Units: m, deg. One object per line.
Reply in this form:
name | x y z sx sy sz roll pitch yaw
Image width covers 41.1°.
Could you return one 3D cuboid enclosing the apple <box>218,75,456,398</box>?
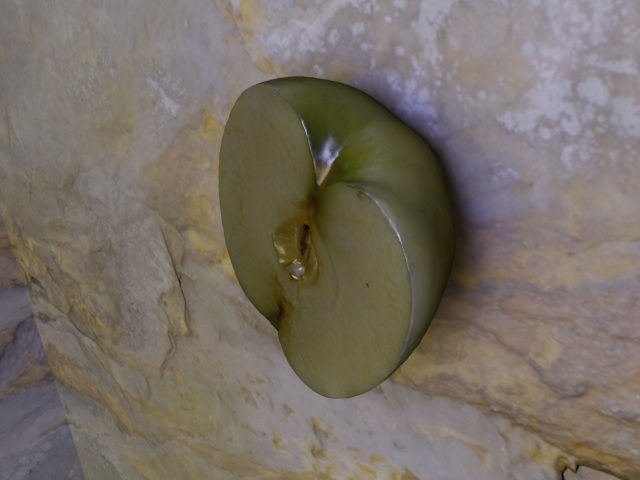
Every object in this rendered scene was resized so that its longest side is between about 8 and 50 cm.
apple | 0.000 0.000 1.058 0.311 0.320 0.360 15 139 -3
